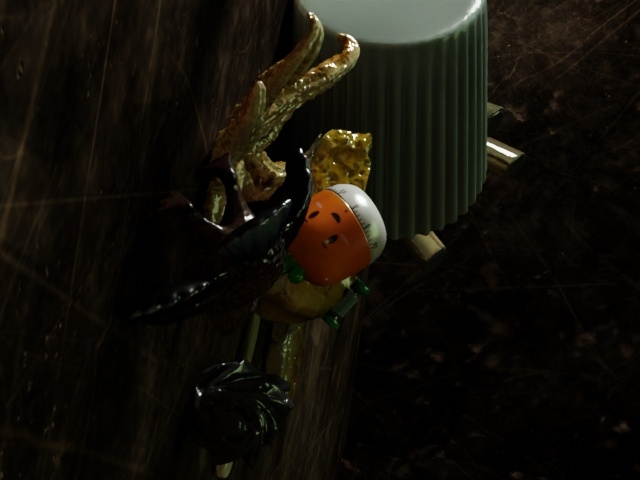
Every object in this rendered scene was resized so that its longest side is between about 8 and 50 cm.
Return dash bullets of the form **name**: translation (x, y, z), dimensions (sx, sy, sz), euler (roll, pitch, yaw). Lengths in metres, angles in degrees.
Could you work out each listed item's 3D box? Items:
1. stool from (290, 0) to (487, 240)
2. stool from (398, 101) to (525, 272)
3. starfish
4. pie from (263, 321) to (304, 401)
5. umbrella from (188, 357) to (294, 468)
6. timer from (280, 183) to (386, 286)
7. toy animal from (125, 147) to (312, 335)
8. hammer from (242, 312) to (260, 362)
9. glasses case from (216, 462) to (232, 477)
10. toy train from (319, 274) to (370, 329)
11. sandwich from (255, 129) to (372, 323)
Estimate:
- **stool**: translation (0.094, -0.217, 1.512), dimensions (0.330, 0.297, 0.297), euler (86, 14, -47)
- **stool**: translation (0.166, -0.136, 1.866), dimensions (0.310, 0.226, 0.310), euler (-49, 156, 0)
- **starfish**: translation (-0.063, -0.082, 1.113), dimensions (0.375, 0.094, 0.327), euler (2, 110, -84)
- **pie**: translation (-0.057, 0.189, 1.787), dimensions (0.195, 0.046, 0.195), euler (10, 90, -82)
- **umbrella**: translation (-0.079, 0.193, 1.314), dimensions (0.340, 0.118, 0.118), euler (16, 84, -82)
- **timer**: translation (0.000, 0.000, 1.168), dimensions (0.099, 0.136, 0.136), euler (64, -1, 12)
- **toy animal**: translation (-0.073, 0.025, 0.939), dimensions (0.218, 0.116, 0.179), euler (-45, 144, -28)
- **hammer**: translation (-0.098, 0.146, 1.465), dimensions (0.062, 0.013, 0.199), euler (58, 33, -47)
- **glasses case**: translation (-0.122, 0.269, 1.431), dimensions (0.032, 0.021, 0.083), euler (61, 37, -72)
- **toy train**: translation (0.000, 0.064, 1.760), dimensions (0.091, 0.136, 0.227), euler (-47, -171, -1)
- **sandwich**: translation (-0.020, -0.012, 1.363), dimensions (0.251, 0.087, 0.226), euler (149, -49, -74)
